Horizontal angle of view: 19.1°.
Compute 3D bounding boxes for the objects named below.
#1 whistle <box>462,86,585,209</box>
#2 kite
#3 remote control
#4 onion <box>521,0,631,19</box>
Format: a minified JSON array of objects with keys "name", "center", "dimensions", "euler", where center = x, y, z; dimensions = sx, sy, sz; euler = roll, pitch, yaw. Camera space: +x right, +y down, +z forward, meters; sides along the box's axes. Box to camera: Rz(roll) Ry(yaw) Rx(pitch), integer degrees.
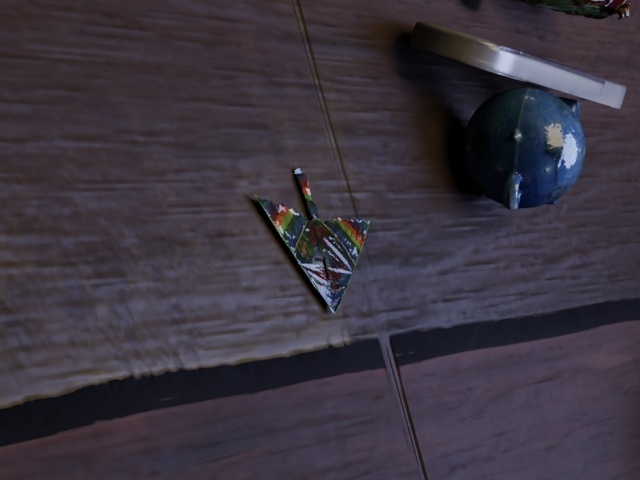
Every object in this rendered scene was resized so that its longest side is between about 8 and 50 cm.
[{"name":"whistle","center":[0.142,-0.074,1.302],"dimensions":[0.090,0.090,0.158],"euler":[53,35,-27]},{"name":"kite","center":[0.000,0.000,1.110],"dimensions":[0.122,0.004,0.090],"euler":[3,71,-58]},{"name":"remote control","center":[0.144,-0.122,1.341],"dimensions":[0.245,0.077,0.022],"euler":[7,103,-57]},{"name":"onion","center":[0.197,-0.222,1.443],"dimensions":[0.117,0.118,0.118],"euler":[11,62,-80]}]
